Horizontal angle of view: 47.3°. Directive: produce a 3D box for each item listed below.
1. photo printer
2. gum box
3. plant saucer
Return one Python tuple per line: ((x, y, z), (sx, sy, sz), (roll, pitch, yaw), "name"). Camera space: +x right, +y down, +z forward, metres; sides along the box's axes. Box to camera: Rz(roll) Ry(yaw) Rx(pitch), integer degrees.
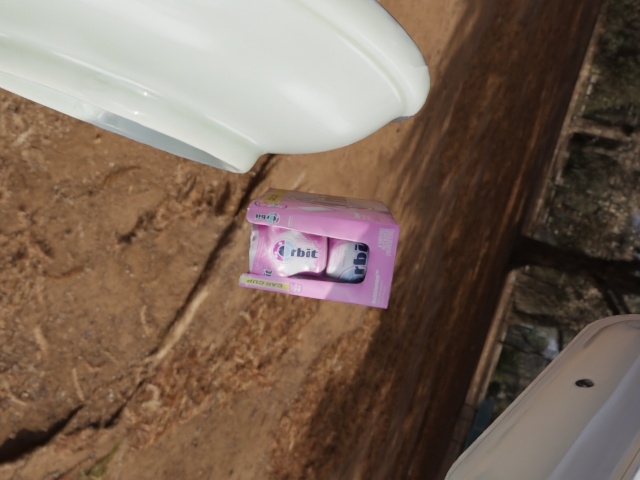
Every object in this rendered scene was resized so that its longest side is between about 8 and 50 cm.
((0.200, 0.207, 0.529), (0.308, 0.107, 0.255), (-23, 116, -48), "photo printer")
((0.000, 0.000, 0.588), (0.188, 0.107, 0.062), (-85, -178, -82), "gum box")
((-0.131, -0.127, 0.486), (0.400, 0.401, 0.100), (25, 84, -78), "plant saucer")
